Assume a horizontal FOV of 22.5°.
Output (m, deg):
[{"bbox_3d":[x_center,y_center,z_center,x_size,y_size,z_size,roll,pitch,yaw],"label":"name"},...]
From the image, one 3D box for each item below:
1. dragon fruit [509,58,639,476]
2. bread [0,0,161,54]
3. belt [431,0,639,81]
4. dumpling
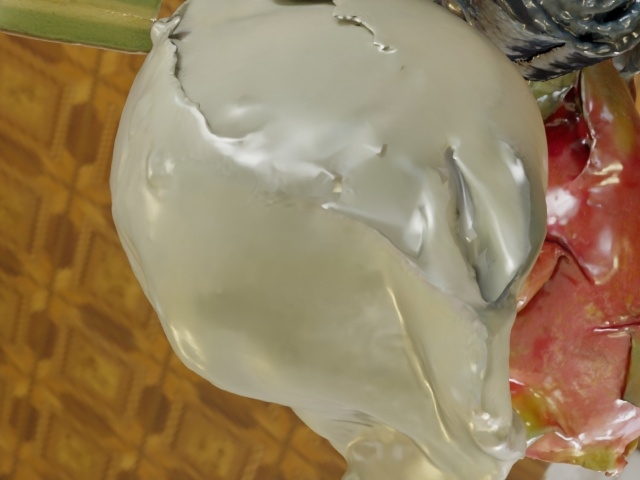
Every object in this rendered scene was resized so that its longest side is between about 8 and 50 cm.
[{"bbox_3d":[0.163,0.006,1.108,0.243,0.227,0.307,-40,53,25],"label":"dragon fruit"},{"bbox_3d":[-0.210,-0.210,1.396,0.139,0.084,0.074,7,105,-11],"label":"bread"},{"bbox_3d":[0.095,-0.178,0.688,0.128,0.122,0.218,-173,84,-79],"label":"belt"},{"bbox_3d":[0.000,0.000,0.410,0.188,0.108,0.127,-124,29,-45],"label":"dumpling"}]
